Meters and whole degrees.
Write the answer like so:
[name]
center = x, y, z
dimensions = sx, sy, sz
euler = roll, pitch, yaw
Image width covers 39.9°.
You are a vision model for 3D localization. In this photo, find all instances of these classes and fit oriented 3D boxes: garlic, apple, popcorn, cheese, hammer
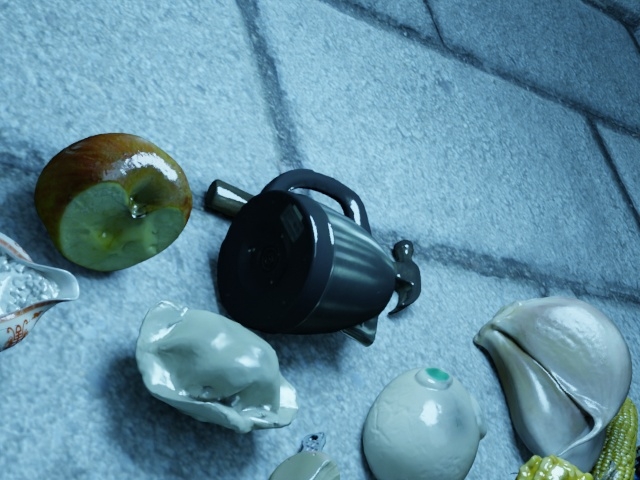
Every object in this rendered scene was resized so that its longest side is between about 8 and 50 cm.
[garlic]
center = 0.445, 0.262, 1.575
dimensions = 0.245, 0.231, 0.340
euler = 28, 37, -30
[apple]
center = -0.274, -0.060, 1.166
dimensions = 0.195, 0.173, 0.160
euler = 17, 51, -41
[popcorn]
center = 0.366, 0.447, 1.393
dimensions = 0.163, 0.140, 0.194
euler = 37, 72, -27
[cheese]
center = -0.014, 0.309, 1.184
dimensions = 0.171, 0.092, 0.048
euler = -43, 119, -54
[hammer]
center = 0.000, 0.000, 1.499
dimensions = 0.439, 0.044, 0.168
euler = 24, 43, -29

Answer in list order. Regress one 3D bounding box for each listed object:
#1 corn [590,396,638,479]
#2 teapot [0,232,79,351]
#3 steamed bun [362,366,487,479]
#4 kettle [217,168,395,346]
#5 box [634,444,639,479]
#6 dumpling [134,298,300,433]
[corn]
center = 0.550, 0.392, 1.678
dimensions = 0.106, 0.106, 0.293
euler = 46, 34, -6
[teapot]
center = -0.406, 0.053, 0.992
dimensions = 0.245, 0.116, 0.159
euler = 10, 65, -43
[steamed bun]
center = 0.169, 0.287, 1.356
dimensions = 0.177, 0.130, 0.228
euler = 45, 40, -5
[kettle]
center = -0.002, 0.039, 1.358
dimensions = 0.271, 0.207, 0.251
euler = 17, 25, -44
[box]
center = 0.691, 0.516, 1.632
dimensions = 0.084, 0.198, 0.310
euler = 17, 50, -32
[dumpling]
center = -0.131, 0.176, 1.146
dimensions = 0.250, 0.132, 0.162
euler = 34, 37, -20
